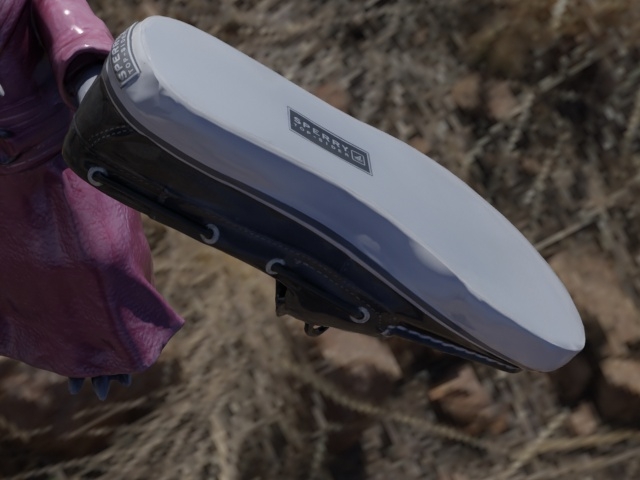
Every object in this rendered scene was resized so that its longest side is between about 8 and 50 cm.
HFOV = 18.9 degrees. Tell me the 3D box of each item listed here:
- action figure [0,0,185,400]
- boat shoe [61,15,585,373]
[{"bbox_3d":[-0.176,-0.085,1.174,0.370,0.248,0.275,82,21,-43],"label":"action figure"},{"bbox_3d":[0.000,0.000,0.762,0.228,0.076,0.080,29,32,-25],"label":"boat shoe"}]
